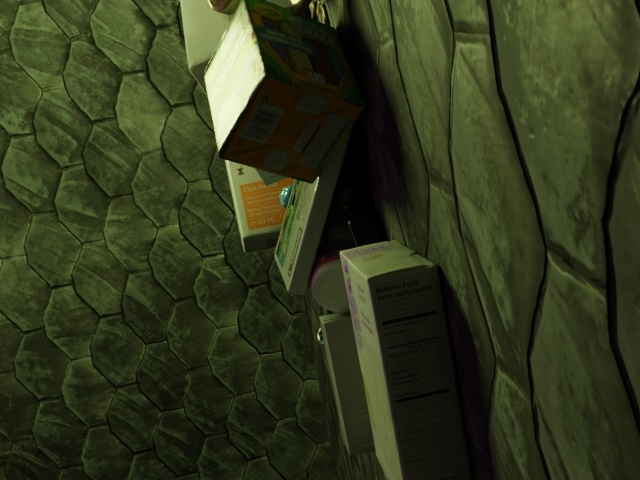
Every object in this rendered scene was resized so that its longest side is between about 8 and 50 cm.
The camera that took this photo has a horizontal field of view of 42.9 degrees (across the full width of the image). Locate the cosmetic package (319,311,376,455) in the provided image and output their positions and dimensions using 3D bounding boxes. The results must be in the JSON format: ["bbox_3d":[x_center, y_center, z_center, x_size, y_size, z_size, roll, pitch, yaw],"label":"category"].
[{"bbox_3d":[0.081,0.236,1.406,0.107,0.127,0.238,163,97,-85],"label":"cosmetic package"}]

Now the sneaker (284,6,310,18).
[{"bbox_3d":[-0.053,-0.378,1.592,0.100,0.108,0.272,53,-164,-56],"label":"sneaker"}]

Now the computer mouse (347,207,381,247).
[{"bbox_3d":[0.100,0.054,1.326,0.071,0.041,0.242,32,-143,-74],"label":"computer mouse"}]

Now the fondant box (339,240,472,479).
[{"bbox_3d":[0.114,0.180,1.122,0.238,0.096,0.330,-134,34,-80],"label":"fondant box"}]

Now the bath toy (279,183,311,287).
[{"bbox_3d":[0.000,0.000,1.726,0.348,0.129,0.151,-109,9,-47],"label":"bath toy"}]

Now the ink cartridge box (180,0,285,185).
[{"bbox_3d":[-0.152,-0.359,1.828,0.385,0.160,0.279,59,-167,-48],"label":"ink cartridge box"}]

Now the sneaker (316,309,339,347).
[{"bbox_3d":[0.054,0.179,1.553,0.104,0.125,0.262,-108,9,-52],"label":"sneaker"}]

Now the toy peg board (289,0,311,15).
[{"bbox_3d":[-0.049,-0.459,1.244,0.161,0.079,0.161,-42,56,55],"label":"toy peg board"}]

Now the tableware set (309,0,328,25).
[{"bbox_3d":[-0.011,-0.429,1.518,0.141,0.020,0.169,100,158,-74],"label":"tableware set"}]

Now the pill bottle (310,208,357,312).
[{"bbox_3d":[0.037,0.028,1.443,0.193,0.108,0.108,-90,-7,-56],"label":"pill bottle"}]

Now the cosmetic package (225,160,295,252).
[{"bbox_3d":[-0.140,-0.218,2.180,0.161,0.230,0.453,102,155,-75],"label":"cosmetic package"}]

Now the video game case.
[{"bbox_3d":[-0.016,-0.090,1.493,0.300,0.036,0.329,-127,51,-77],"label":"video game case"}]

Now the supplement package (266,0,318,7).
[{"bbox_3d":[-0.061,-0.511,1.410,0.105,0.105,0.179,100,159,-77],"label":"supplement package"}]

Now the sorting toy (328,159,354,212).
[{"bbox_3d":[0.010,-0.086,1.613,0.208,0.038,0.193,-105,34,-49],"label":"sorting toy"}]

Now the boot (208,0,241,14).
[{"bbox_3d":[-0.119,-0.504,1.544,0.203,0.095,0.262,28,-128,-47],"label":"boot"}]

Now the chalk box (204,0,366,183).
[{"bbox_3d":[-0.072,-0.268,1.344,0.180,0.179,0.289,-53,36,36],"label":"chalk box"}]
